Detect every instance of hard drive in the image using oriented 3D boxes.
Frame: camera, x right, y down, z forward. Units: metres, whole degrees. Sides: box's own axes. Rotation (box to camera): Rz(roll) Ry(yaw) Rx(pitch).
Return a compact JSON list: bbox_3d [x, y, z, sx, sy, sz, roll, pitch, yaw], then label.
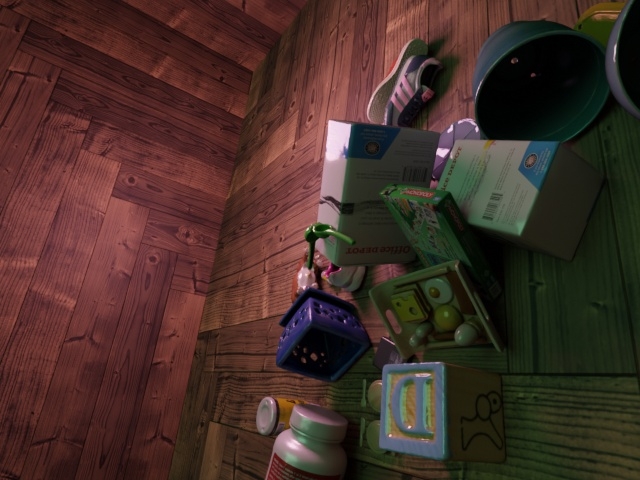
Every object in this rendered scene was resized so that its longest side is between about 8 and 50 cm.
[{"bbox_3d":[0.211,0.349,1.229,0.135,0.022,0.094,18,89,60],"label":"hard drive"}]

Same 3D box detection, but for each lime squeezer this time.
[{"bbox_3d":[0.000,0.000,1.174,0.310,0.059,0.110,147,118,-62],"label":"lime squeezer"}]

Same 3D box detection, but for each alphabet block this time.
[{"bbox_3d":[0.270,0.383,0.938,0.193,0.197,0.192,-22,54,52],"label":"alphabet block"}]

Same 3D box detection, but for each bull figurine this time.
[{"bbox_3d":[-0.059,0.185,1.661,0.188,0.101,0.310,116,161,-54],"label":"bull figurine"}]

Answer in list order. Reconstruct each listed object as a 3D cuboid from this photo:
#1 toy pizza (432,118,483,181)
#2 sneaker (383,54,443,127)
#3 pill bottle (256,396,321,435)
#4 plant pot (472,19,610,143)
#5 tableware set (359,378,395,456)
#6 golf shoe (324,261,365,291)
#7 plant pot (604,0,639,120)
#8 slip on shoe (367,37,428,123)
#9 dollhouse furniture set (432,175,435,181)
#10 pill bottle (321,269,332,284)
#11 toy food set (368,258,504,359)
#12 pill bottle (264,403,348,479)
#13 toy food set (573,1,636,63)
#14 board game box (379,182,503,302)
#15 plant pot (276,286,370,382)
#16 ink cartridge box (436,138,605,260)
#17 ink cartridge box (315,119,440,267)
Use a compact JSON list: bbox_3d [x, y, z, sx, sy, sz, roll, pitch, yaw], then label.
[{"bbox_3d":[0.407,-0.266,1.252,0.201,0.032,0.201,-37,44,46],"label":"toy pizza"},{"bbox_3d":[0.319,-0.487,1.456,0.131,0.112,0.319,27,104,43],"label":"sneaker"},{"bbox_3d":[-0.099,0.599,1.411,0.119,0.208,0.119,-35,46,46],"label":"pill bottle"},{"bbox_3d":[0.486,-0.390,0.987,0.271,0.272,0.255,-45,24,37],"label":"plant pot"},{"bbox_3d":[0.175,0.499,1.190,0.128,0.039,0.194,-8,72,44],"label":"tableware set"},{"bbox_3d":[0.102,0.022,1.485,0.115,0.140,0.306,-12,62,58],"label":"golf shoe"},{"bbox_3d":[0.634,-0.330,0.719,0.290,0.290,0.195,-59,-5,20],"label":"plant pot"},{"bbox_3d":[0.287,-0.594,1.578,0.331,0.123,0.101,-60,10,18],"label":"slip on shoe"},{"bbox_3d":[0.332,-0.193,1.344,0.076,0.059,0.151,-52,15,43],"label":"dollhouse furniture set"},{"bbox_3d":[0.039,0.144,1.612,0.083,0.043,0.043,27,97,60],"label":"pill bottle"},{"bbox_3d":[0.270,0.188,1.034,0.306,0.092,0.219,-26,93,51],"label":"toy food set"},{"bbox_3d":[-0.052,0.720,1.245,0.229,0.229,0.407,5,77,60],"label":"pill bottle"},{"bbox_3d":[0.660,-0.445,0.914,0.218,0.071,0.128,-120,31,-55],"label":"toy food set"},{"bbox_3d":[0.292,0.003,1.021,0.046,0.317,0.213,-43,28,-11],"label":"board game box"},{"bbox_3d":[-0.004,0.307,1.413,0.236,0.236,0.212,-53,27,27],"label":"plant pot"},{"bbox_3d":[0.429,-0.100,0.951,0.270,0.197,0.198,27,96,59],"label":"ink cartridge box"},{"bbox_3d":[0.156,-0.137,1.232,0.166,0.286,0.394,-141,54,-59],"label":"ink cartridge box"}]
